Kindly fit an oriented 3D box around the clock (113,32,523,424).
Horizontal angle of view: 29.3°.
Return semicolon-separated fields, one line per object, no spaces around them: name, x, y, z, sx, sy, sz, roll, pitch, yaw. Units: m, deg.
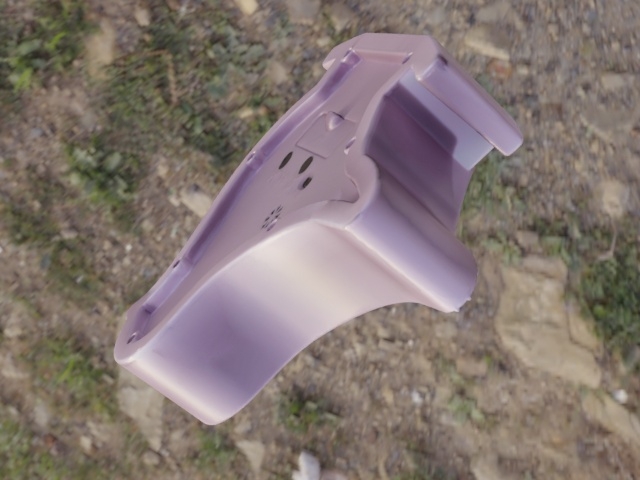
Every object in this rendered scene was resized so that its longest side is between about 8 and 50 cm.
clock;0.000;0.000;0.736;0.080;0.290;0.275;40;86;-17
